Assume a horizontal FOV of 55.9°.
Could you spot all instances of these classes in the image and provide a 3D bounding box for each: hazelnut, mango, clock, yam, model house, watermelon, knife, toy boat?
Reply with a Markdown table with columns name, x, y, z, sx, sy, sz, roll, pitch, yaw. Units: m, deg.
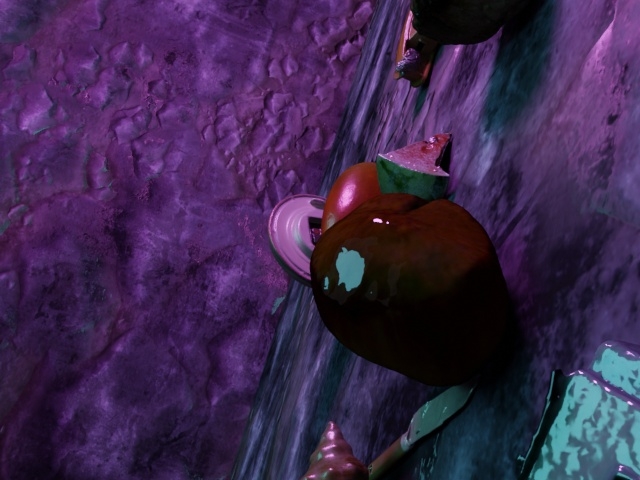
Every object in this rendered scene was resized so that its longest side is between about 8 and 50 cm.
| name | x | y | z | sx | sy | sz | roll | pitch | yaw |
| --- | --- | --- | --- | --- | --- | --- | --- | --- | --- |
| hazelnut | 0.103 | 0.060 | 0.693 | 0.251 | 0.217 | 0.217 | 39 | 111 | 56 |
| mango | 0.081 | -0.071 | 1.268 | 0.129 | 0.146 | 0.289 | 114 | 171 | -46 |
| clock | 0.001 | -0.001 | 1.292 | 0.056 | 0.245 | 0.244 | -50 | 21 | 46 |
| yam | 0.242 | -0.458 | 0.930 | 0.195 | 0.195 | 0.300 | 130 | 159 | -68 |
| model house | 0.183 | 0.142 | 0.283 | 0.148 | 0.120 | 0.149 | -69 | 18 | 7 |
| watermelon | 0.159 | -0.118 | 1.033 | 0.158 | 0.121 | 0.097 | -74 | -14 | -46 |
| knife | 0.120 | 0.238 | 0.760 | 0.297 | 0.017 | 0.047 | 117 | 174 | -47 |
| toy boat | 0.245 | -0.502 | 1.391 | 0.121 | 0.089 | 0.321 | -32 | 37 | 68 |

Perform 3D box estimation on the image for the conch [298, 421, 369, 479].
| name | x | y | z | sx | sy | sz | roll | pitch | yaw |
| --- | --- | --- | --- | --- | --- | --- | --- | --- | --- |
| conch | -0.003 | 0.406 | 0.697 | 0.203 | 0.170 | 0.386 | 74 | -152 | -57 |
